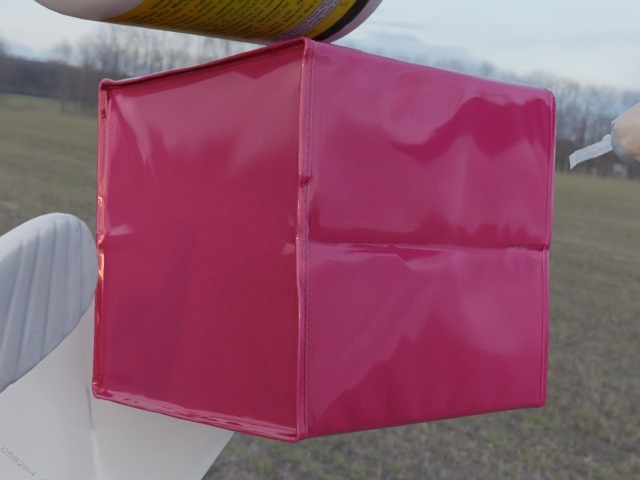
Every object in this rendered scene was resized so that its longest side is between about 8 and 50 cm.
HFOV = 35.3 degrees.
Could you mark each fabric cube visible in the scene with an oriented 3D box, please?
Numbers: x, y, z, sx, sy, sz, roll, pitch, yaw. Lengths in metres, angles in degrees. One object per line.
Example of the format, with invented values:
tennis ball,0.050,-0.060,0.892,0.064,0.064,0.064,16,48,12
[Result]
fabric cube,0.000,0.000,0.777,0.258,0.259,0.254,2,0,-41

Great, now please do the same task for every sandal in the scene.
sandal,-0.227,0.070,0.527,0.076,0.102,0.265,14,38,31

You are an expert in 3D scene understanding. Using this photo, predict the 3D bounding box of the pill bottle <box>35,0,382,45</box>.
pill bottle,-0.098,-0.234,0.666,0.188,0.188,0.334,11,10,34

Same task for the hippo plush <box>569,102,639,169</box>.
hippo plush,0.457,-0.071,1.158,0.234,0.236,0.294,-26,-9,-47

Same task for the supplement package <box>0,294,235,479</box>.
supplement package,-0.242,0.205,0.936,0.199,0.198,0.262,41,-34,-5
